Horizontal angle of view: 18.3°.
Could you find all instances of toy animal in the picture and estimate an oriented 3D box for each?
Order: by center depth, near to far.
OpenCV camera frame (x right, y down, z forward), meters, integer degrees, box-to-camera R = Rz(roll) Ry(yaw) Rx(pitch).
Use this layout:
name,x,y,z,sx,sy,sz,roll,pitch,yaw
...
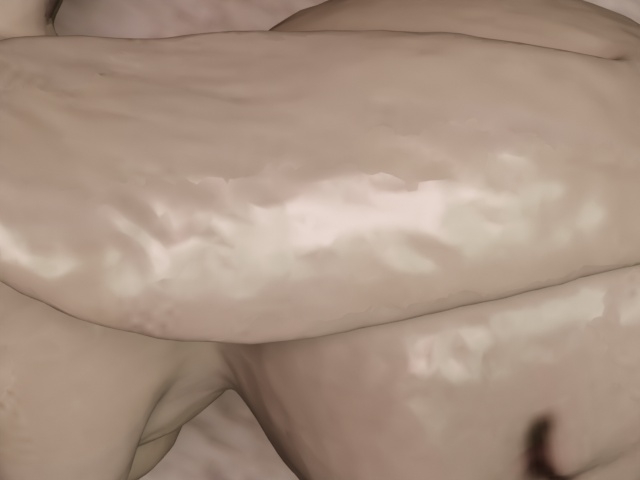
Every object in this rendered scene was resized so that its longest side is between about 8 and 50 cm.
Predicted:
name,x,y,z,sx,sy,sz,roll,pitch,yaw
toy animal,0.000,0.000,0.585,0.265,0.272,0.206,0,91,12
